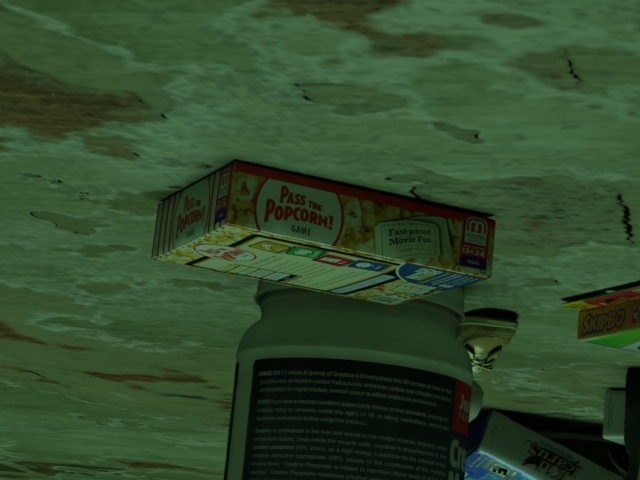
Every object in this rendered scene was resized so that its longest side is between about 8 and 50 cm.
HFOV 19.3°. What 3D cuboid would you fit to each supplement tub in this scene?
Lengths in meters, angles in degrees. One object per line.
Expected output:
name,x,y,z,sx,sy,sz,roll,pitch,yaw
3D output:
supplement tub,0.021,0.165,1.484,0.191,0.272,0.191,5,167,1

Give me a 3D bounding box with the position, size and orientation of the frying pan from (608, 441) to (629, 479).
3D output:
frying pan,0.462,0.239,1.946,0.326,0.053,0.197,4,-163,8

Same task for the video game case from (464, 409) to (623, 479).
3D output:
video game case,0.249,0.321,2.225,0.244,0.061,0.269,26,149,-6

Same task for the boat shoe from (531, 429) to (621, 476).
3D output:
boat shoe,0.361,0.295,2.279,0.335,0.095,0.112,15,164,-35

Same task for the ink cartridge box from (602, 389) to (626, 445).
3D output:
ink cartridge box,0.359,0.182,1.897,0.122,0.052,0.088,-1,166,33

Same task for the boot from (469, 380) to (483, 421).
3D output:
boot,0.050,0.170,1.877,0.123,0.095,0.258,21,160,-27

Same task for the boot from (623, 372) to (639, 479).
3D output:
boot,0.358,0.224,1.788,0.137,0.198,0.077,0,-161,10

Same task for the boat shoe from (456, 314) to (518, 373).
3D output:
boat shoe,0.136,0.094,1.629,0.050,0.045,0.135,8,167,-11

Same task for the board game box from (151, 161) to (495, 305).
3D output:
board game box,0.000,0.000,1.289,0.193,0.045,0.147,12,166,-23

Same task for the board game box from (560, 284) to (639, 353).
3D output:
board game box,0.329,0.077,1.512,0.259,0.039,0.124,15,164,-25
